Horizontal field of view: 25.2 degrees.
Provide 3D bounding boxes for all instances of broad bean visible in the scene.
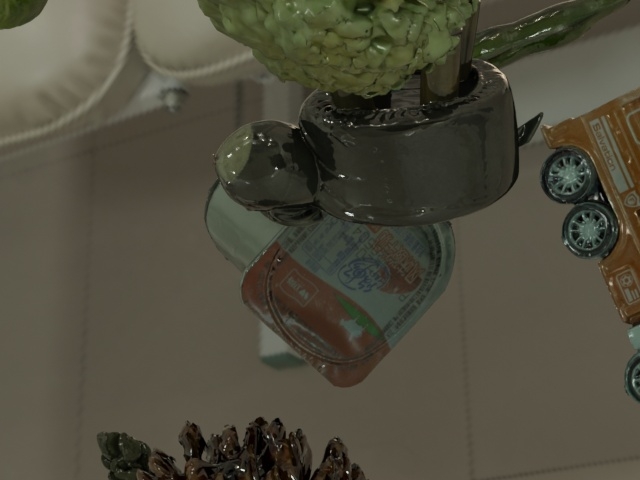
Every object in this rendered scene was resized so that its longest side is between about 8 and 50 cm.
[{"bbox_3d":[0.176,-0.194,1.427,0.298,0.043,0.060,-18,23,1],"label":"broad bean"}]

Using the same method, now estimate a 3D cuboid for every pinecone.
[{"bbox_3d":[-0.040,0.240,1.111,0.222,0.221,0.221,-13,64,28],"label":"pinecone"}]

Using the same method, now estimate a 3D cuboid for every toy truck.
[{"bbox_3d":[0.333,0.007,1.317,0.162,0.136,0.305,-28,74,29],"label":"toy truck"}]

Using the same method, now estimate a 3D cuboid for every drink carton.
[{"bbox_3d":[0.000,0.000,1.371,0.191,0.185,0.189,-49,31,-2],"label":"drink carton"}]

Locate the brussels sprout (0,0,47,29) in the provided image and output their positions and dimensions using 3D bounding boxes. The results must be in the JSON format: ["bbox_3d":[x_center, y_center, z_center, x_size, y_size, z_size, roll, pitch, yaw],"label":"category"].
[{"bbox_3d":[-0.417,-0.340,1.840,0.139,0.181,0.100,53,137,-6],"label":"brussels sprout"}]

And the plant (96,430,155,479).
[{"bbox_3d":[-0.233,0.314,1.859,0.085,0.174,0.087,-20,30,15],"label":"plant"}]

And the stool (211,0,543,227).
[{"bbox_3d":[0.043,-0.086,1.026,0.228,0.139,0.153,-21,26,-26],"label":"stool"}]

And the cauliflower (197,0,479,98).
[{"bbox_3d":[0.030,-0.225,0.731,0.281,0.260,0.327,-40,15,5],"label":"cauliflower"}]
